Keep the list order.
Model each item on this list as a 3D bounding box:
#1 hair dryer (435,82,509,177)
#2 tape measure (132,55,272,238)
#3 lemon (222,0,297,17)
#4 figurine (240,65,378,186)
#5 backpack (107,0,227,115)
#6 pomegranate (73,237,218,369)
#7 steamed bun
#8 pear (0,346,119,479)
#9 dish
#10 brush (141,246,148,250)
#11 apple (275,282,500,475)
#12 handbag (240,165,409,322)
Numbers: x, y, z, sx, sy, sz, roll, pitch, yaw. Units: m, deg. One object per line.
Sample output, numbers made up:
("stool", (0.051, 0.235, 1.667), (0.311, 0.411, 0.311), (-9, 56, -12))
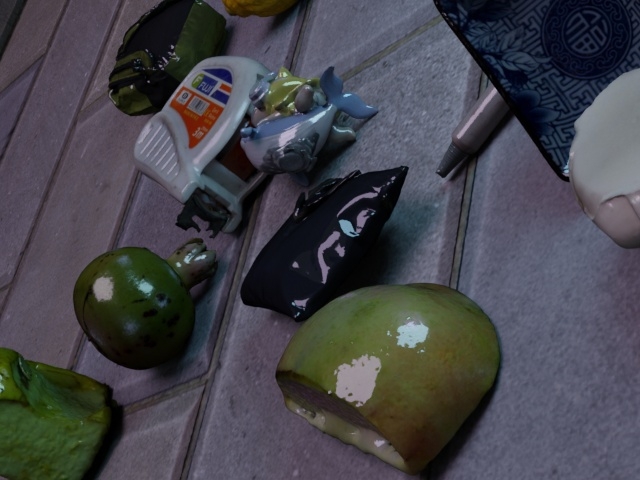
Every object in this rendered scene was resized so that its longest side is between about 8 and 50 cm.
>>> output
("hair dryer", (0.204, -0.155, 1.251), (0.220, 0.054, 0.195), (-57, 29, 3))
("tape measure", (-0.156, -0.147, 1.739), (0.265, 0.130, 0.258), (-53, 31, -2))
("lemon", (-0.089, -0.441, 1.905), (0.187, 0.142, 0.142), (-49, 29, 12))
("figurine", (-0.029, -0.164, 1.561), (0.208, 0.128, 0.183), (-26, 38, 32))
("backpack", (-0.293, -0.330, 2.117), (0.253, 0.140, 0.207), (-20, 43, 43))
("pomegranate", (-0.248, 0.078, 1.624), (0.179, 0.179, 0.210), (-28, 20, 43))
("steamed bun", (0.297, -0.068, 0.964), (0.183, 0.106, 0.183), (-36, 33, 29))
("pear", (-0.446, 0.236, 1.680), (0.164, 0.255, 0.238), (-59, 23, 1))
("dish", (0.248, -0.201, 1.114), (0.182, 0.080, 0.243), (-40, 77, 29))
("brush", (-0.283, 0.024, 1.886), (0.024, 0.008, 0.083), (-60, 28, -10))
("apple", (0.057, 0.106, 1.162), (0.193, 0.120, 0.265), (-52, 29, -13))
("handbag", (0.000, 0.000, 1.361), (0.211, 0.089, 0.254), (-53, 13, -9))
